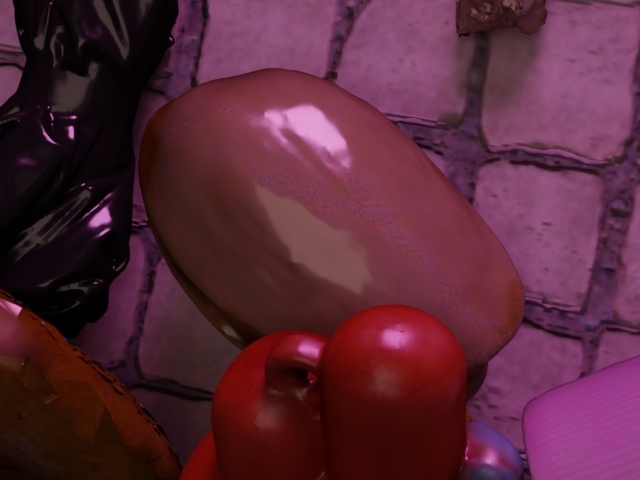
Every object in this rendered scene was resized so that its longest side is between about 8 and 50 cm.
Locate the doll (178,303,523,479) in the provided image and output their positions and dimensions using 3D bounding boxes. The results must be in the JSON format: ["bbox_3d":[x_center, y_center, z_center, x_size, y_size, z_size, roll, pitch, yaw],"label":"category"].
[{"bbox_3d":[0.011,0.132,0.658,0.161,0.130,0.290,12,136,15],"label":"doll"}]

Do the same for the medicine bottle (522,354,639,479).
[{"bbox_3d":[0.269,0.109,0.610,0.316,0.202,0.202,-21,84,14],"label":"medicine bottle"}]

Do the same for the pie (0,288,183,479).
[{"bbox_3d":[-0.192,0.084,0.739,0.273,0.273,0.069,25,53,14],"label":"pie"}]

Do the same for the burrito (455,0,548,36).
[{"bbox_3d":[0.103,-0.191,0.743,0.051,0.042,0.171,8,92,5],"label":"burrito"}]

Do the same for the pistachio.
[{"bbox_3d":[0.000,0.000,0.718,0.215,0.144,0.144,41,99,14],"label":"pistachio"}]

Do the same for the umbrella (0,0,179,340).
[{"bbox_3d":[-0.122,-0.106,0.773,0.118,0.118,0.340,20,90,14],"label":"umbrella"}]
